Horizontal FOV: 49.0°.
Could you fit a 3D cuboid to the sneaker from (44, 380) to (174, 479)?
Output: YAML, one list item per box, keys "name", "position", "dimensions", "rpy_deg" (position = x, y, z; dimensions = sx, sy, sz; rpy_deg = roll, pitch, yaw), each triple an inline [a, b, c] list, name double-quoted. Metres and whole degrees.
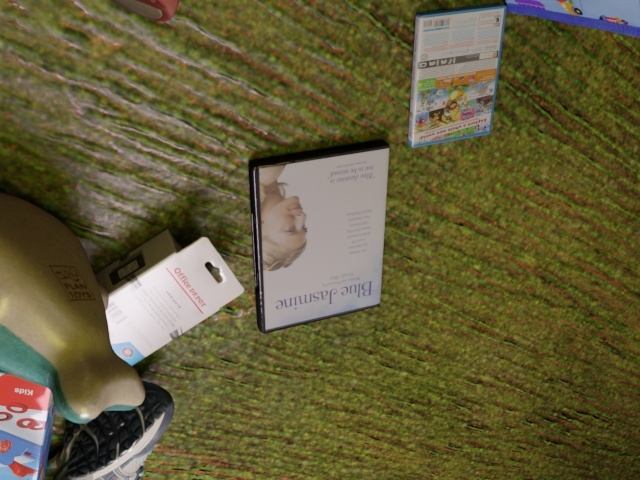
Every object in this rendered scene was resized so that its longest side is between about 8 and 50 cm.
- name: "sneaker"
  position: [-0.282, 0.290, 0.927]
  dimensions: [0.283, 0.110, 0.122]
  rpy_deg: [-43, 140, 13]

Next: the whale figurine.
- name: "whale figurine"
  position: [-0.291, 0.077, 0.681]
  dimensions: [0.141, 0.272, 0.216]
  rpy_deg: [-44, 167, 10]

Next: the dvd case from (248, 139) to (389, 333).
- name: "dvd case"
  position: [0.000, 0.000, 0.915]
  dimensions: [0.180, 0.022, 0.253]
  rpy_deg: [-12, 124, -19]

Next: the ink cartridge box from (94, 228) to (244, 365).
- name: "ink cartridge box"
  position: [-0.195, 0.063, 0.838]
  dimensions: [0.180, 0.060, 0.104]
  rpy_deg: [-32, 127, -3]

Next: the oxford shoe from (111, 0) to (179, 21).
- name: "oxford shoe"
  position: [-0.186, -0.312, 0.520]
  dimensions: [0.130, 0.123, 0.348]
  rpy_deg: [-65, 165, -9]

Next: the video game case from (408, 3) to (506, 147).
- name: "video game case"
  position: [0.168, -0.203, 0.874]
  dimensions: [0.119, 0.015, 0.166]
  rpy_deg: [-13, 123, -19]

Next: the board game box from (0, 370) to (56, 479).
- name: "board game box"
  position: [-0.454, 0.232, 0.747]
  dimensions: [0.308, 0.086, 0.301]
  rpy_deg: [10, 109, -15]

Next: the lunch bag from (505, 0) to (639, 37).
- name: "lunch bag"
  position: [0.306, -0.321, 0.690]
  dimensions: [0.138, 0.293, 0.221]
  rpy_deg: [-26, 127, -8]
